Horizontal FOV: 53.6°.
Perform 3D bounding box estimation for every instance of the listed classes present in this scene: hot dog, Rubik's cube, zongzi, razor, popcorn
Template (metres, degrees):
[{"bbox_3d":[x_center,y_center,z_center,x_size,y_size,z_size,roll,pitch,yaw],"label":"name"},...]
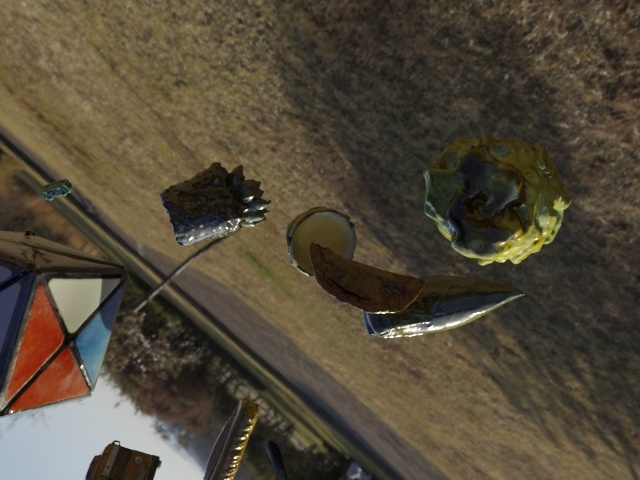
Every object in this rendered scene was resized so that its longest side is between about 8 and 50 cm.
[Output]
[{"bbox_3d":[-0.215,0.505,1.498,0.068,0.288,0.083,21,-170,-27],"label":"hot dog"},{"bbox_3d":[-0.619,0.152,1.250,0.310,0.305,0.307,18,-178,18],"label":"Rubik's cube"},{"bbox_3d":[0.342,0.193,1.894,0.393,0.356,0.174,-15,83,56],"label":"zongzi"},{"bbox_3d":[-0.061,0.408,1.061,0.028,0.044,0.154,-37,61,39],"label":"razor"},{"bbox_3d":[0.390,-0.095,1.392,0.312,0.312,0.312,41,162,16],"label":"popcorn"}]

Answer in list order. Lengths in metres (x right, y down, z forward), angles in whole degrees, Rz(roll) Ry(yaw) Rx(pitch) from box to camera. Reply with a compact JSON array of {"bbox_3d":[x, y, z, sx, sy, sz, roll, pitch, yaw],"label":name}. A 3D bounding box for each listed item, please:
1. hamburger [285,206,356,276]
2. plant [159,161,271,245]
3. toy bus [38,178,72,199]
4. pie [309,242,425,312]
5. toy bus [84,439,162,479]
[{"bbox_3d":[0.000,0.000,1.985,0.237,0.237,0.149,51,176,-15],"label":"hamburger"},{"bbox_3d":[-0.197,-0.072,1.205,0.129,0.195,0.132,145,104,-75],"label":"plant"},{"bbox_3d":[-0.666,-0.129,1.594,0.083,0.037,0.031,-14,134,18],"label":"toy bus"},{"bbox_3d":[0.056,0.066,0.968,0.191,0.088,0.033,20,139,15],"label":"pie"},{"bbox_3d":[-0.349,0.413,1.102,0.114,0.098,0.201,22,152,-13],"label":"toy bus"}]
